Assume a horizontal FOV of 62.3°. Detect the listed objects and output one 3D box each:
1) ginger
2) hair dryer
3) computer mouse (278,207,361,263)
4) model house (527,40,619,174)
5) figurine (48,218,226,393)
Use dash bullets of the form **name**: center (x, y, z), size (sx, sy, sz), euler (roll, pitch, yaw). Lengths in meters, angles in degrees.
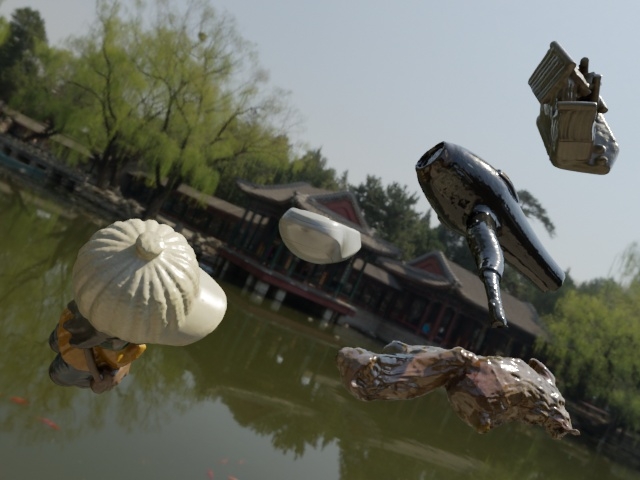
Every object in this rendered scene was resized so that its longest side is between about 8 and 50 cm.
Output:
- **ginger**: center (0.153, 0.172, 0.626), size (0.290, 0.122, 0.084), euler (12, -45, -7)
- **hair dryer**: center (0.242, 0.031, 0.716), size (0.304, 0.120, 0.359), euler (46, 29, -14)
- **computer mouse**: center (0.000, 0.000, 1.353), size (0.184, 0.121, 0.297), euler (16, -2, 13)
- **model house**: center (0.454, -0.245, 0.956), size (0.122, 0.229, 0.188), euler (-15, -40, 20)
- **figurine**: center (-0.313, 0.105, 0.784), size (0.204, 0.332, 0.185), euler (32, 33, -53)
